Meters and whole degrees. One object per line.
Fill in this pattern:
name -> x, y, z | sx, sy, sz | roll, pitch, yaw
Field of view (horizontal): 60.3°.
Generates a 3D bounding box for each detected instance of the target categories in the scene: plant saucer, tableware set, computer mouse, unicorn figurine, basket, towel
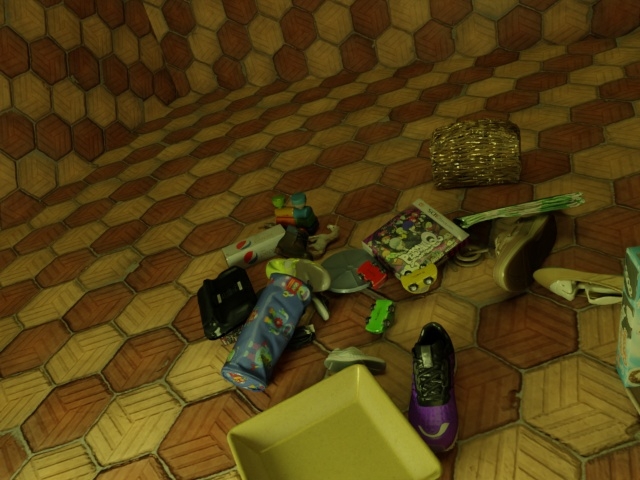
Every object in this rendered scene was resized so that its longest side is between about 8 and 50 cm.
plant saucer -> 0.019, 0.432, 1.077 | 0.332, 0.081, 0.333 | -24, 33, -13
tableware set -> 0.406, 0.008, 1.595 | 0.128, 0.039, 0.194 | -19, 32, -4
computer mouse -> -0.125, 0.197, 1.513 | 0.188, 0.072, 0.272 | -17, 32, 0
unicorn figurine -> 0.000, 0.000, 1.785 | 0.111, 0.060, 0.162 | -1, 51, 23
basket -> 0.530, -0.327, 1.893 | 0.298, 0.214, 0.223 | -3, 35, 20
towel -> 0.555, -0.084, 1.581 | 0.324, 0.038, 0.248 | -13, 1, 9

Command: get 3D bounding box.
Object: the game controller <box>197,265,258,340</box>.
game controller -> -0.271, 0.171, 1.585 | 0.166, 0.067, 0.319 | -24, 25, -7

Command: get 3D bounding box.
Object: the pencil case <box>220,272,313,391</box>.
pencil case -> -0.125, 0.225, 1.364 | 0.119, 0.133, 0.306 | -25, 32, 55

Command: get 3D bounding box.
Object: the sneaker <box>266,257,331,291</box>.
sneaker -> -0.039, 0.093, 1.578 | 0.240, 0.091, 0.126 | 13, 6, 41

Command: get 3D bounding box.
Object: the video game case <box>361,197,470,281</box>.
video game case -> 0.272, 0.004, 1.581 | 0.232, 0.042, 0.210 | -36, 51, -12

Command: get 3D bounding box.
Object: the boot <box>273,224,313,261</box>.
boot -> -0.074, 0.008, 1.699 | 0.219, 0.082, 0.106 | 13, 82, 60

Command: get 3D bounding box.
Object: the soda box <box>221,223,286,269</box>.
soda box -> -0.210, 0.027, 1.817 | 0.216, 0.069, 0.074 | -24, 33, -12

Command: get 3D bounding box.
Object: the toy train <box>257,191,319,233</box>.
toy train -> -0.137, -0.094, 1.899 | 0.247, 0.144, 0.105 | 3, 36, 28

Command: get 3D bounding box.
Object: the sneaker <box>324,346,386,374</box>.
sneaker -> 0.086, 0.280, 1.308 | 0.152, 0.054, 0.061 | 0, 33, 26

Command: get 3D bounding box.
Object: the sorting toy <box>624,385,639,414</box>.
sorting toy -> 0.688, 0.328, 0.983 | 0.208, 0.038, 0.193 | -8, 33, 5

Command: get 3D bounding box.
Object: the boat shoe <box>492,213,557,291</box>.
boat shoe -> 0.518, 0.030, 1.449 | 0.110, 0.122, 0.341 | 3, 25, 40

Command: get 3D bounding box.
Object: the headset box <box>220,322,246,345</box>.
headset box -> -0.237, 0.249, 1.509 | 0.083, 0.032, 0.062 | -20, 29, 14

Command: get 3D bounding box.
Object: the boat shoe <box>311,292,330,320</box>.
boat shoe -> 0.001, 0.170, 1.522 | 0.040, 0.049, 0.142 | -23, 30, -12

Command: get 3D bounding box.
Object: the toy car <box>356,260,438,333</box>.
toy car -> 0.178, 0.154, 1.434 | 0.238, 0.053, 0.225 | 0, 49, 36

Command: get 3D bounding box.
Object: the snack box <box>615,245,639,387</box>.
snack box -> 0.658, 0.138, 1.011 | 0.187, 0.322, 0.060 | -10, 35, 11

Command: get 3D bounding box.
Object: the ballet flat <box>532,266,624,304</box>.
ballet flat -> 0.623, 0.111, 1.309 | 0.232, 0.080, 0.073 | 3, 52, 30

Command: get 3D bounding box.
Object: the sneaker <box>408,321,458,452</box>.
sneaker -> 0.228, 0.286, 1.144 | 0.102, 0.146, 0.293 | -6, 33, 16

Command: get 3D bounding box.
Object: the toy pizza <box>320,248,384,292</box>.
toy pizza -> 0.088, 0.093, 1.614 | 0.201, 0.032, 0.201 | -10, 34, 7
